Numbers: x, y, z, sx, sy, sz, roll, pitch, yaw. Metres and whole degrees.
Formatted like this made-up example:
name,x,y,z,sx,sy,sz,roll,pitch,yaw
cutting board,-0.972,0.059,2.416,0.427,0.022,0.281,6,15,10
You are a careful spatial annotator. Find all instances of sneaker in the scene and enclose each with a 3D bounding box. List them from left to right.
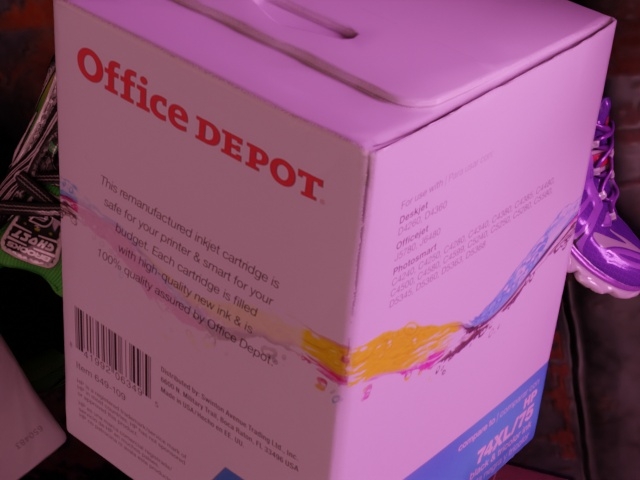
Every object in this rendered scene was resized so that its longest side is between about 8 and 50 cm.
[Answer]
name,x,y,z,sx,sy,sz,roll,pitch,yaw
sneaker,-0.118,-0.042,0.822,0.134,0.146,0.343,25,120,7
sneaker,0.140,-0.043,0.772,0.071,0.068,0.170,-29,102,24

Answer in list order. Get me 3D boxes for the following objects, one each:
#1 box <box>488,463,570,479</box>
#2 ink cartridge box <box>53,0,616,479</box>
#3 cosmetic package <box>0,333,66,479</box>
name,x,y,z,sx,sy,sz,roll,pitch,yaw
box,0.054,0.259,0.892,0.167,0.168,0.203,13,119,14
ink cartridge box,0.000,0.000,0.723,0.198,0.197,0.270,29,130,31
cosmetic package,-0.343,0.092,0.880,0.385,0.156,0.217,-19,106,54
